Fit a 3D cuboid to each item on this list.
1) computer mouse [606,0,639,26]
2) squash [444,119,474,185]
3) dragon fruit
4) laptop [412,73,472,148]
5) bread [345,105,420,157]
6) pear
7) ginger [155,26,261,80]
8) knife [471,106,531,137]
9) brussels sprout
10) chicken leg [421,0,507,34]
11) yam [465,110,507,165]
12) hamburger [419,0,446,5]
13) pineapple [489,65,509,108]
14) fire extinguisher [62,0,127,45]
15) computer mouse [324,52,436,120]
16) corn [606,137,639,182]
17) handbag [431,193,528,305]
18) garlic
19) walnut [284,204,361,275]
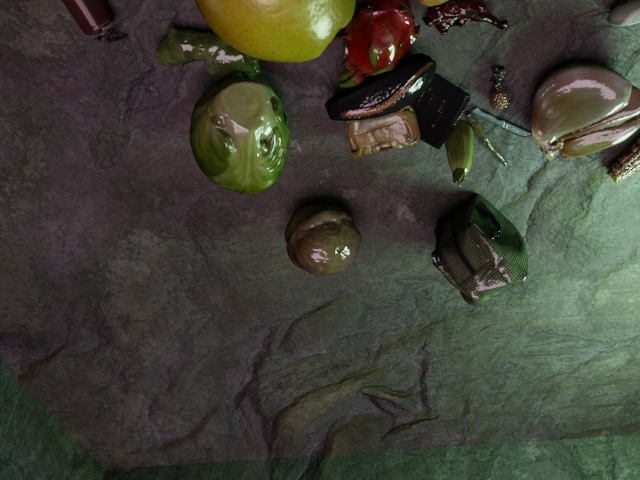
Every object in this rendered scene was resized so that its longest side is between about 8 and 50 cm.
[{"bbox_3d":[0.807,-0.580,1.557,0.182,0.089,0.056,-9,130,11],"label":"computer mouse"},{"bbox_3d":[0.400,-0.241,1.819,0.094,0.224,0.094,5,139,4],"label":"squash"},{"bbox_3d":[0.131,-0.521,1.618,0.198,0.200,0.269,16,162,-26],"label":"dragon fruit"},{"bbox_3d":[0.331,-0.367,1.809,0.135,0.016,0.197,33,131,7],"label":"laptop"},{"bbox_3d":[0.175,-0.325,1.845,0.225,0.081,0.134,-7,120,21],"label":"bread"},{"bbox_3d":[-0.115,-0.607,1.438,0.418,0.362,0.362,35,126,-19],"label":"pear"},{"bbox_3d":[-0.304,-0.505,1.723,0.290,0.089,0.137,11,151,-10],"label":"ginger"},{"bbox_3d":[0.535,-0.343,1.850,0.210,0.015,0.028,21,125,-15],"label":"knife"},{"bbox_3d":[-0.224,-0.301,1.756,0.281,0.289,0.354,12,160,-6],"label":"brussels sprout"},{"bbox_3d":[0.371,-0.578,1.622,0.219,0.048,0.089,-3,136,8],"label":"chicken leg"},{"bbox_3d":[0.497,-0.299,1.883,0.027,0.029,0.234,-36,122,18],"label":"yam"},{"bbox_3d":[0.287,-0.653,1.537,0.147,0.083,0.138,-22,123,19],"label":"hamburger"},{"bbox_3d":[0.495,-0.431,1.756,0.058,0.058,0.124,-8,118,12],"label":"pineapple"},{"bbox_3d":[-0.610,-0.625,1.634,0.105,0.105,0.269,-15,130,18],"label":"fire extinguisher"},{"bbox_3d":[0.169,-0.398,1.717,0.323,0.183,0.116,-21,105,23],"label":"computer mouse"},{"bbox_3d":[0.946,-0.258,1.852,0.079,0.079,0.237,24,131,-17],"label":"corn"},{"bbox_3d":[0.495,0.023,2.002,0.247,0.340,0.240,-35,104,29],"label":"handbag"},{"bbox_3d":[0.719,-0.364,1.735,0.325,0.132,0.279,-31,124,32],"label":"garlic"},{"bbox_3d":[0.001,-0.001,2.053,0.248,0.248,0.248,2,133,3],"label":"walnut"}]
